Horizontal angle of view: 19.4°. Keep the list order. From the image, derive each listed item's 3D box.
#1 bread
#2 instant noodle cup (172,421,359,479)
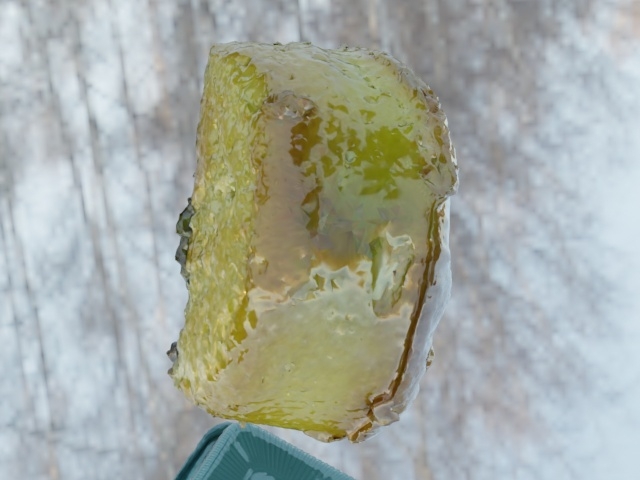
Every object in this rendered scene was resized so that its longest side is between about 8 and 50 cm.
[{"bbox_3d":[0.003,-0.004,1.165,0.160,0.261,0.147,10,177,-18],"label":"bread"},{"bbox_3d":[-0.035,0.211,1.341,0.179,0.070,0.157,27,-125,11],"label":"instant noodle cup"}]
